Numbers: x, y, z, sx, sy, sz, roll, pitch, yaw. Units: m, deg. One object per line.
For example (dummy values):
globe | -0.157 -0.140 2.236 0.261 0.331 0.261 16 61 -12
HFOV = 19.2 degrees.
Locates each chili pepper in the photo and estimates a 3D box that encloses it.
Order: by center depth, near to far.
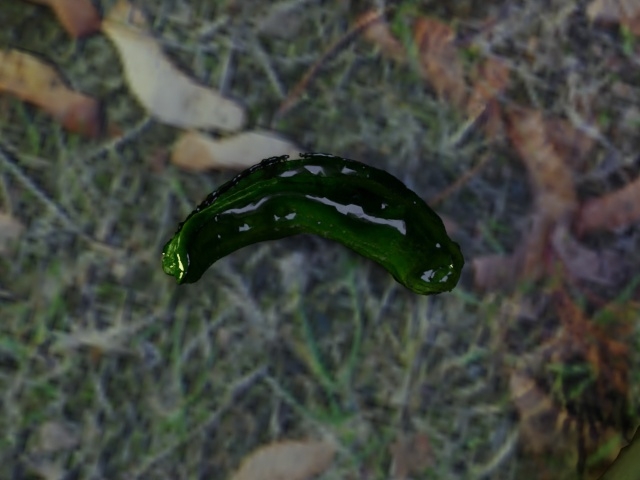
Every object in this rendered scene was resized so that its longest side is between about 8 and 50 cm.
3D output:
chili pepper | -0.001 -0.008 0.713 0.118 0.035 0.055 4 68 -20

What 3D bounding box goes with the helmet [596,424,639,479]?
helmet | 0.228 0.166 0.686 0.177 0.225 0.305 -28 105 -46
